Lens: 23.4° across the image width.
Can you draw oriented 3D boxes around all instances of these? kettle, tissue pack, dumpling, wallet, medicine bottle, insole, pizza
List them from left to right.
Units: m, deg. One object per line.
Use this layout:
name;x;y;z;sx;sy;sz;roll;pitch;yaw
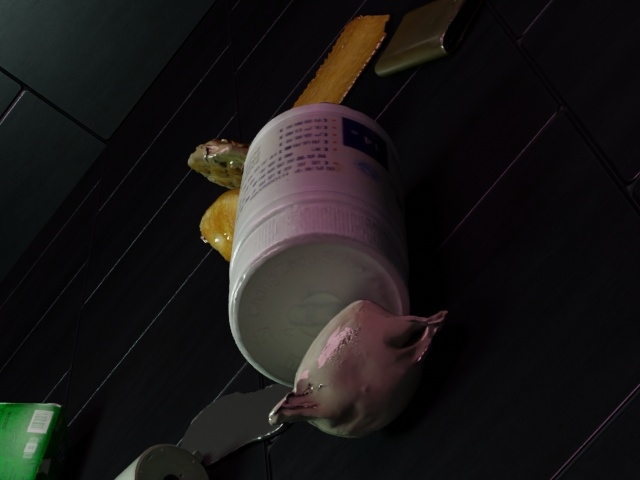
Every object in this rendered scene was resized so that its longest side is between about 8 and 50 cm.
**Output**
tissue pack;-0.474;0.369;2.350;0.209;0.148;0.156;-81;-9;-54
kettle;-0.203;0.299;1.811;0.148;0.098;0.127;-41;32;46
insole;-0.097;0.216;1.828;0.309;0.012;0.110;-31;31;53
pizza;-0.082;-0.009;2.042;0.056;0.134;0.271;-31;8;-27
medicine bottle;0.000;0.000;1.675;0.190;0.190;0.332;-47;18;23
dumpling;0.037;0.124;1.490;0.199;0.118;0.136;-27;1;-3
wallet;0.147;-0.280;2.088;0.110;0.031;0.198;-59;18;-16

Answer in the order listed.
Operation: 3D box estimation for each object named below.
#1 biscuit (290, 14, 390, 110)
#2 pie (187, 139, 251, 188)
biscuit;0.025;-0.257;2.403;0.232;0.013;0.237;-56;18;-4
pie;-0.081;-0.090;2.058;0.195;0.195;0.046;-5;69;68
